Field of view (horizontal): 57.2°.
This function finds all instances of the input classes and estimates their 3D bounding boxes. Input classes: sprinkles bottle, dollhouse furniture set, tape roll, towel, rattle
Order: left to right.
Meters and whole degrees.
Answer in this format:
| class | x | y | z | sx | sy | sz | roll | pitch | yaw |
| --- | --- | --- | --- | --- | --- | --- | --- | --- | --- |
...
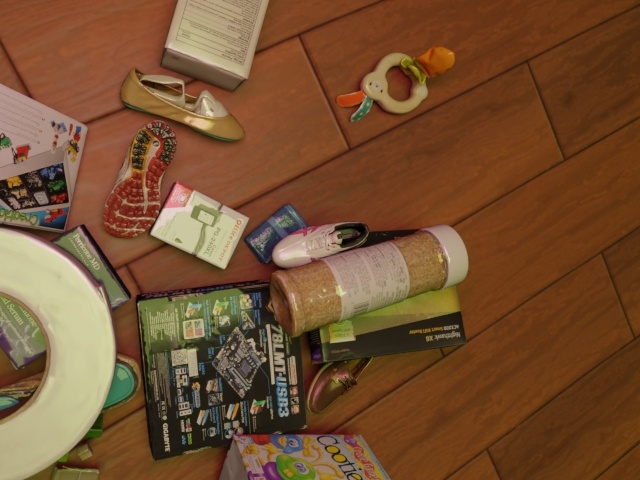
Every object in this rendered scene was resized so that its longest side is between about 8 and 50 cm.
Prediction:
| class | x | y | z | sx | sy | sz | roll | pitch | yaw |
| --- | --- | --- | --- | --- | --- | --- | --- | --- | --- |
| tape roll | -0.502 | 0.168 | 0.864 | 0.392 | 0.072 | 0.392 | 0 | 91 | -17 |
| dollhouse furniture set | -0.427 | 0.378 | 1.039 | 0.076 | 0.058 | 0.152 | 13 | 106 | -27 |
| towel | -0.086 | -0.014 | 1.148 | 0.119 | 0.029 | 0.067 | -40 | 103 | -14 |
| sprinkles bottle | 0.091 | 0.067 | 1.056 | 0.355 | 0.121 | 0.121 | -15 | 97 | -22 |
| rattle | 0.150 | -0.307 | 1.171 | 0.199 | 0.143 | 0.130 | -19 | 116 | -24 |

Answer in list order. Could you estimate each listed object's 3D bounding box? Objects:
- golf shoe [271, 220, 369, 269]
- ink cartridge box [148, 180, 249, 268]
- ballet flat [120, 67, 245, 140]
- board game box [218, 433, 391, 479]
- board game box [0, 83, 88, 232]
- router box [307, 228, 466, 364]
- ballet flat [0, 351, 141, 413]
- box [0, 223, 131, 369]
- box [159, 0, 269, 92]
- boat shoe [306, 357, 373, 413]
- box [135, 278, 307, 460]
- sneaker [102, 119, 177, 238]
| class | x | y | z | sx | sy | sz | roll | pitch | yaw |
| --- | --- | --- | --- | --- | --- | --- | --- | --- | --- |
| golf shoe | 0.000 | 0.000 | 1.066 | 0.186 | 0.086 | 0.067 | -18 | 81 | -19 |
| ink cartridge box | -0.222 | -0.027 | 1.080 | 0.150 | 0.063 | 0.109 | 27 | 82 | -18 |
| ballet flat | -0.238 | -0.244 | 1.053 | 0.232 | 0.080 | 0.073 | 15 | 125 | -19 |
| board game box | -0.033 | 0.459 | 1.086 | 0.275 | 0.144 | 0.142 | 10 | 107 | -27 |
| board game box | -0.469 | -0.122 | 0.870 | 0.053 | 0.305 | 0.193 | 11 | 87 | 11 |
| router box | 0.120 | 0.106 | 1.167 | 0.309 | 0.081 | 0.243 | -4 | 77 | -20 |
| ballet flat | -0.470 | 0.273 | 0.973 | 0.348 | 0.123 | 0.123 | -19 | 98 | -15 |
| box | -0.447 | 0.087 | 0.978 | 0.207 | 0.108 | 0.153 | -35 | 102 | -15 |
| box | -0.182 | -0.408 | 1.050 | 0.148 | 0.127 | 0.232 | 17 | 86 | -20 |
| boat shoe | 0.041 | 0.269 | 1.159 | 0.178 | 0.060 | 0.064 | -45 | 125 | -30 |
| box | -0.180 | 0.230 | 1.097 | 0.293 | 0.073 | 0.295 | -7 | 96 | -22 |
| sneaker | -0.315 | -0.106 | 1.037 | 0.088 | 0.093 | 0.225 | 24 | 100 | -25 |
